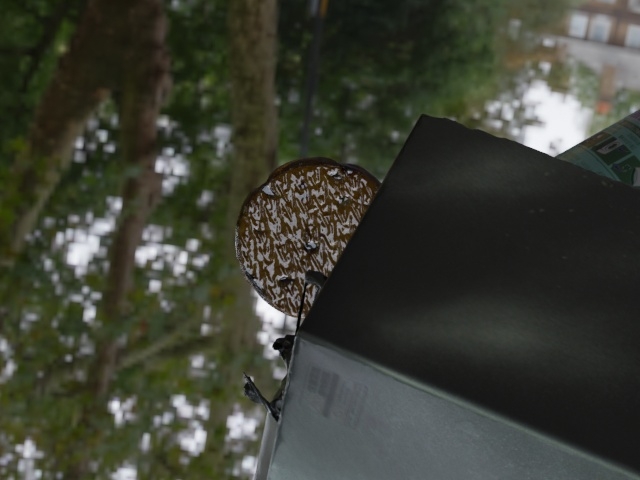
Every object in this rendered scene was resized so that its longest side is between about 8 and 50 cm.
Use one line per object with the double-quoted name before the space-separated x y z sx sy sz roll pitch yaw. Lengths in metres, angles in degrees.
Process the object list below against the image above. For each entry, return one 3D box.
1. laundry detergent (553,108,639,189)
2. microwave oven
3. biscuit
"laundry detergent" 0.330 0.023 1.575 0.305 0.287 0.287 -29 -161 -1
"microwave oven" 0.126 0.177 1.085 0.374 0.432 0.236 22 -133 8
"biscuit" 0.000 0.000 1.797 0.212 0.212 0.036 8 -158 -4
